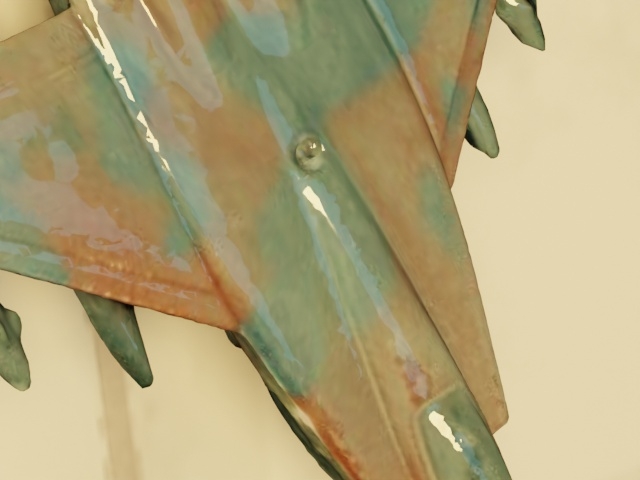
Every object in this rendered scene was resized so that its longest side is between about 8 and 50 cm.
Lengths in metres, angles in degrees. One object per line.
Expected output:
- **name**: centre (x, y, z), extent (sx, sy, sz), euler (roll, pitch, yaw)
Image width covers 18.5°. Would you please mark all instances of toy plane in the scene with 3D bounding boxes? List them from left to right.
- **toy plane**: centre (-0.004, -0.001, 0.524), extent (0.223, 0.104, 0.326), euler (-33, 117, -25)
